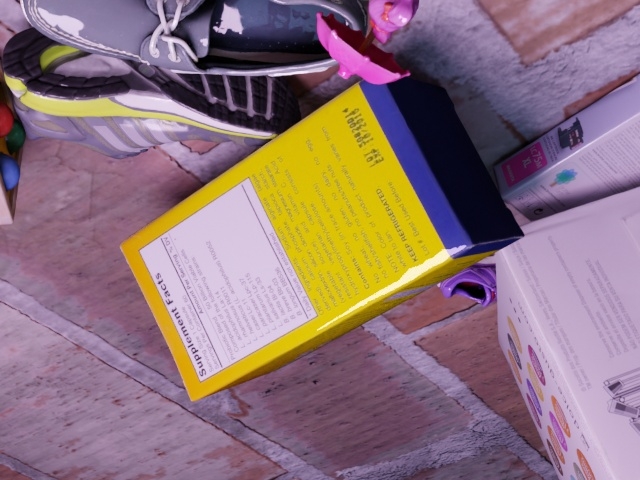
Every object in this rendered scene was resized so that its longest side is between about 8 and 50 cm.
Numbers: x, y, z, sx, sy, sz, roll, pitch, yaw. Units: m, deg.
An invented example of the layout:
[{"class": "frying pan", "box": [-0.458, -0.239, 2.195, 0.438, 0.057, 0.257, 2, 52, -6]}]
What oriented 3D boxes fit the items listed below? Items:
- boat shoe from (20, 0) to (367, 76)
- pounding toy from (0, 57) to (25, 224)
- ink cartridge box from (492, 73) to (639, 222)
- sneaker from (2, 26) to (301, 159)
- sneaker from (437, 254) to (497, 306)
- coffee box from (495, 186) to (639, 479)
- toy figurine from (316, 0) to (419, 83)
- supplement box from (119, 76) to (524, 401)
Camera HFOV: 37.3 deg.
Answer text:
[{"class": "boat shoe", "box": [-0.112, -0.207, 0.855, 0.319, 0.099, 0.116, 4, 113, -8]}, {"class": "pounding toy", "box": [-0.344, -0.090, 0.898, 0.094, 0.206, 0.181, -4, 139, -6]}, {"class": "ink cartridge box", "box": [0.383, -0.107, 1.116, 0.311, 0.065, 0.185, -32, 136, 28]}, {"class": "sneaker", "box": [-0.168, -0.140, 0.969, 0.299, 0.111, 0.121, 8, 151, -14]}, {"class": "sneaker", "box": [0.235, 0.060, 1.274, 0.169, 0.071, 0.068, 0, 139, -10]}, {"class": "coffee box", "box": [0.430, 0.150, 1.138, 0.338, 0.338, 0.334, -20, 151, 0]}, {"class": "toy figurine", "box": [0.060, -0.197, 0.712, 0.130, 0.159, 0.173, 21, 165, -20]}, {"class": "supplement box", "box": [0.000, 0.000, 1.019, 0.356, 0.194, 0.195, -31, 169, 24]}]
